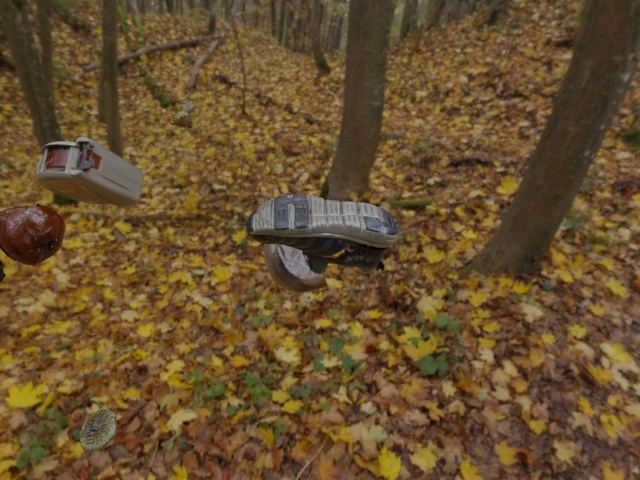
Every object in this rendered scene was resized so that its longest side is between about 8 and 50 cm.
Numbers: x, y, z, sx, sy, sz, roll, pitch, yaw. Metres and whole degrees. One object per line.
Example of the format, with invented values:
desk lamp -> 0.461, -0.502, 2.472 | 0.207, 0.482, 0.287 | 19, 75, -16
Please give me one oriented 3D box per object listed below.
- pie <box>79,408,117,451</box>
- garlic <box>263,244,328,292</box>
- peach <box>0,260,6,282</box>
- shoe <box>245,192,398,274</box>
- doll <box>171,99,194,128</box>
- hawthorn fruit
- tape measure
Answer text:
pie -> -0.453, 0.385, 0.913 | 0.084, 0.020, 0.085 | -6, 49, 7
garlic -> -0.075, 0.047, 1.025 | 0.101, 0.087, 0.196 | -33, 85, -18
peach -> -1.034, 0.118, 1.232 | 0.279, 0.189, 0.068 | -15, 13, -42
shoe -> 0.000, 0.000, 0.615 | 0.207, 0.106, 0.092 | 9, 33, -9
doll -> -0.352, -0.330, 1.153 | 0.051, 0.061, 0.093 | 23, 47, -51
hawthorn fruit -> -0.710, -0.027, 1.083 | 0.171, 0.148, 0.148 | 30, 37, 16
tape measure -> -0.650, -0.189, 1.261 | 0.264, 0.130, 0.258 | 3, -11, 16
